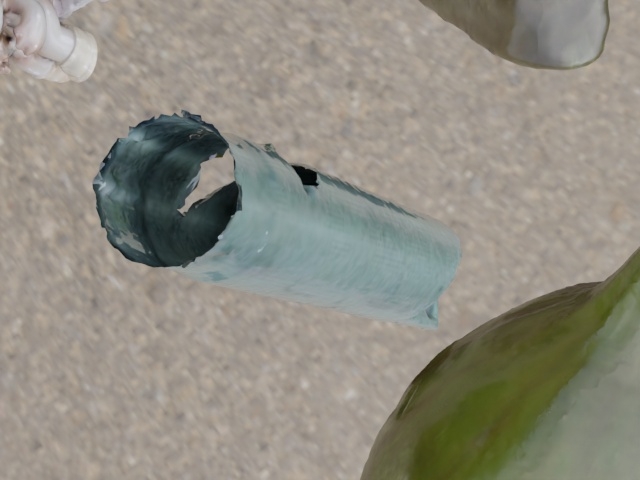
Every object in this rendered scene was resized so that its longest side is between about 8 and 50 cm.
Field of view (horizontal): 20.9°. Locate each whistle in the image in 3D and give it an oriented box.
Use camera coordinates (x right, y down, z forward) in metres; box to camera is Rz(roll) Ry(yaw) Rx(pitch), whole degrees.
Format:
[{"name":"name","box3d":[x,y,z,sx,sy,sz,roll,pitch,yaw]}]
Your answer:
[{"name":"whistle","box3d":[0.000,0.000,0.770,0.062,0.062,0.312,-58,158,6]}]

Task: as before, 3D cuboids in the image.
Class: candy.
[{"name":"candy","box3d":[0.158,-0.229,1.490,0.102,0.234,0.104,-13,120,-17]}]

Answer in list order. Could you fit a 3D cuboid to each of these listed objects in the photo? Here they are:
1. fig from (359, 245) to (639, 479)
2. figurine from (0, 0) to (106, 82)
[{"name":"fig","box3d":[0.082,0.040,0.468,0.124,0.124,0.236,-7,137,-21]},{"name":"figurine","box3d":[-0.319,-0.217,1.562,0.256,0.182,0.145,-4,92,-51]}]
